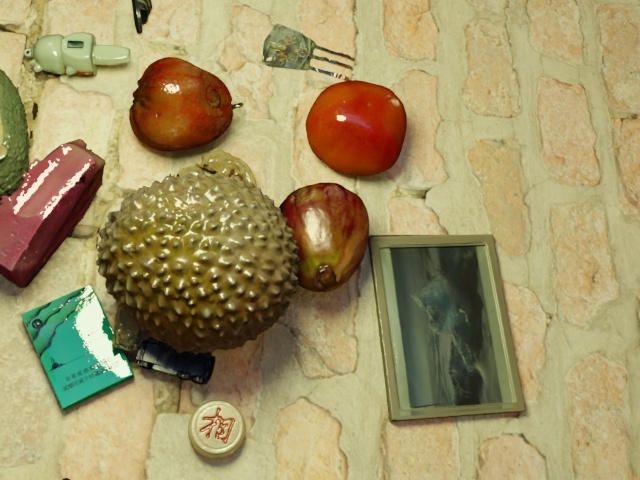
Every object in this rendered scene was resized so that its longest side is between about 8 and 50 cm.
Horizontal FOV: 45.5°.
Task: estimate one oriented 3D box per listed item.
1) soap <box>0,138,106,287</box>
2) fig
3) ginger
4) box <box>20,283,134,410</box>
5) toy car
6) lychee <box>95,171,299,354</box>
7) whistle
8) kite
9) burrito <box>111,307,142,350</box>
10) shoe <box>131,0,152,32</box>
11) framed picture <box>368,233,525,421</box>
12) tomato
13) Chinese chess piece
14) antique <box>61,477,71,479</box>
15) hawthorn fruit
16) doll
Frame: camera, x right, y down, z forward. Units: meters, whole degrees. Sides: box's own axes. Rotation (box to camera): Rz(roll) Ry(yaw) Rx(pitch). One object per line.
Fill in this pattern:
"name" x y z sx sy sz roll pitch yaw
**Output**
"soap" -0.592 -0.068 1.647 0.127 0.220 0.325 33 66 -7
"fig" -0.001 -0.006 1.735 0.224 0.224 0.263 14 71 -5
"ginger" -0.289 -0.125 1.808 0.259 0.065 0.149 -31 65 -14
"box" -0.519 0.225 1.635 0.161 0.042 0.226 -25 76 -19
"toy car" -0.312 0.262 1.648 0.165 0.062 0.071 16 66 -4
"lychee" -0.242 0.049 1.562 0.432 0.380 0.380 26 60 -41
"whistle" -0.589 -0.452 1.852 0.253 0.106 0.101 -1 100 -4
"kite" -0.033 -0.490 2.018 0.245 0.015 0.141 17 69 -3
"burrito" -0.417 0.137 1.667 0.063 0.058 0.229 -8 55 7
"shoe" -0.457 -0.616 1.960 0.049 0.071 0.179 -6 66 -17
"framed picture" 0.294 0.193 1.807 0.326 0.028 0.446 -2 69 -12
"tomato" 0.093 -0.286 1.874 0.260 0.180 0.260 7 67 -17
"Chinese chess piece" -0.220 0.400 1.618 0.122 0.051 0.122 3 69 -9
"antique" -0.523 0.541 1.401 0.322 0.255 0.185 -15 75 -13
"hawthorn fruit" -0.311 -0.312 1.795 0.261 0.224 0.224 5 68 -22
"doll" -0.752 -0.241 1.644 0.247 0.247 0.349 -23 63 -18
